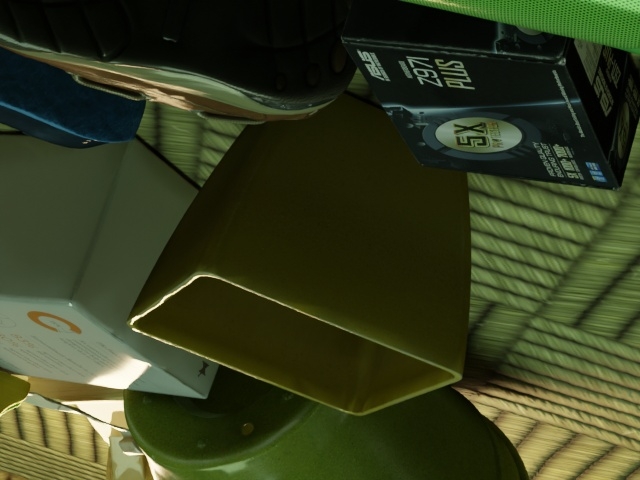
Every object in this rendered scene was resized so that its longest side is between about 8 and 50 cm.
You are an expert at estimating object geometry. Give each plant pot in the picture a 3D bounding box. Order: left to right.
[{"bbox_3d":[-0.016,0.213,1.840,0.366,0.366,0.353,4,144,33],"label":"plant pot"},{"bbox_3d":[0.000,0.000,1.414,0.212,0.187,0.212,22,161,-15],"label":"plant pot"}]

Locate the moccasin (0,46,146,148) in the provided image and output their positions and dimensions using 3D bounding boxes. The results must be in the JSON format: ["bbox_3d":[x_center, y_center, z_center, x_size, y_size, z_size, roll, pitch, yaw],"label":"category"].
[{"bbox_3d":[-0.283,-0.147,1.337,0.116,0.138,0.342,2,155,47],"label":"moccasin"}]

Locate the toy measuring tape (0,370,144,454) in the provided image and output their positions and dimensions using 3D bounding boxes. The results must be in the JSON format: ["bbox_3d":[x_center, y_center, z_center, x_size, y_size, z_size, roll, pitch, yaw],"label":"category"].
[{"bbox_3d":[-0.328,0.189,1.811,0.330,0.121,0.121,25,159,-26],"label":"toy measuring tape"}]

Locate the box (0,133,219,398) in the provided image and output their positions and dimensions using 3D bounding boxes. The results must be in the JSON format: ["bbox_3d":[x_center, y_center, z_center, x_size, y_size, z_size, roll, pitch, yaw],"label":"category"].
[{"bbox_3d":[-0.270,0.020,1.723,0.345,0.168,0.215,4,156,35],"label":"box"}]

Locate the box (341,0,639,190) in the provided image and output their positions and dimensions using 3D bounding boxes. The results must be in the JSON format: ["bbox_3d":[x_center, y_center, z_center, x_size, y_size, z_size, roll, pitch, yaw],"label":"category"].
[{"bbox_3d":[0.116,-0.111,1.180,0.147,0.078,0.180,9,159,24],"label":"box"}]

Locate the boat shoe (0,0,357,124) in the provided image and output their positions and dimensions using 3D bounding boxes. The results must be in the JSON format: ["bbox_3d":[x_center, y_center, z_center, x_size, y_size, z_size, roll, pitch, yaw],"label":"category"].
[{"bbox_3d":[-0.139,-0.149,1.234,0.324,0.123,0.120,20,163,-7],"label":"boat shoe"}]

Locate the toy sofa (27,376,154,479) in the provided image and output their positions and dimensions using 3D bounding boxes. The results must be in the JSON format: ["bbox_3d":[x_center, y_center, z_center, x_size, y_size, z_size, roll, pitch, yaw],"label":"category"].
[{"bbox_3d":[-0.204,0.149,2.056,0.150,0.177,0.362,-1,156,9],"label":"toy sofa"}]

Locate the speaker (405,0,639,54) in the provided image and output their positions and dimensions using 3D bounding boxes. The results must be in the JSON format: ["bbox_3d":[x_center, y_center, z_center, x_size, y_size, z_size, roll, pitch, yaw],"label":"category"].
[{"bbox_3d":[0.092,-0.176,0.957,0.296,0.131,0.131,14,160,10],"label":"speaker"}]
